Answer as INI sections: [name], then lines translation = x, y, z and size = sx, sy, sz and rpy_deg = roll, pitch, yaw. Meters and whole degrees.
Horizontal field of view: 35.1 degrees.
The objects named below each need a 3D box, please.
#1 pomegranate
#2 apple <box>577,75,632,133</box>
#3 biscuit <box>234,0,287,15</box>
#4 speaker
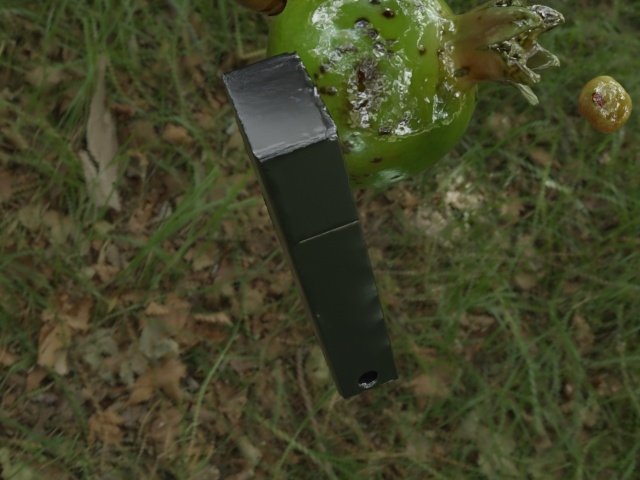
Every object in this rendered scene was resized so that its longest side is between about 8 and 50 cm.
[pomegranate]
translation = 0.086, -0.153, 0.990
size = 0.285, 0.231, 0.231
rpy_deg = 9, 54, 15
[apple]
translation = 0.427, -0.203, 1.511
size = 0.084, 0.071, 0.084
rpy_deg = 36, 25, -20
[biscuit]
translation = -0.093, -0.232, 0.666
size = 0.212, 0.036, 0.212
rpy_deg = 51, 10, -13
[speaker]
translation = 0.000, 0.000, 0.598
size = 0.044, 0.218, 0.082
rpy_deg = -21, 46, -4
